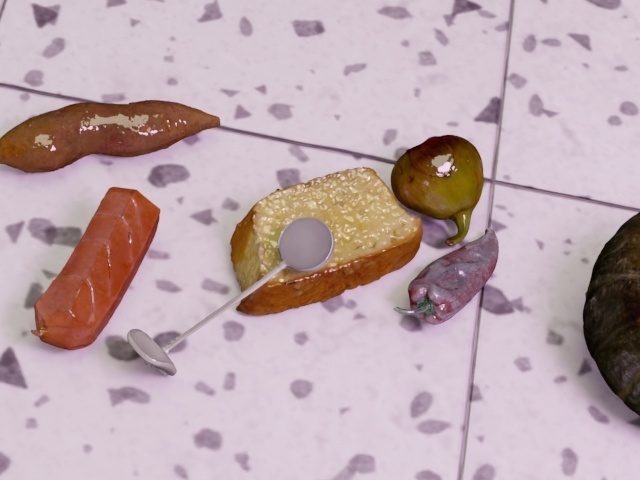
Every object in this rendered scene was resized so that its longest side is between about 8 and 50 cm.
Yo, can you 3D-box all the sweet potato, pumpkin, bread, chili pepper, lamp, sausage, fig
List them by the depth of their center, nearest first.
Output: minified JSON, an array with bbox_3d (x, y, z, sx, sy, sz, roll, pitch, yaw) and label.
[{"bbox_3d":[-0.074,0.043,1.651,0.198,0.056,0.050,-38,64,-5],"label":"lamp"},{"bbox_3d":[-0.197,0.032,1.676,0.065,0.065,0.169,22,54,6],"label":"sausage"},{"bbox_3d":[0.339,0.067,1.684,0.224,0.157,0.223,4,65,-8],"label":"pumpkin"},{"bbox_3d":[0.000,0.000,1.737,0.187,0.065,0.103,-17,64,-19],"label":"bread"},{"bbox_3d":[0.119,0.036,1.741,0.050,0.041,0.153,49,42,1],"label":"chili pepper"},{"bbox_3d":[-0.199,-0.102,1.782,0.218,0.051,0.065,-12,53,-18],"label":"sweet potato"},{"bbox_3d":[0.117,-0.049,1.789,0.098,0.082,0.084,59,37,-1],"label":"fig"}]
